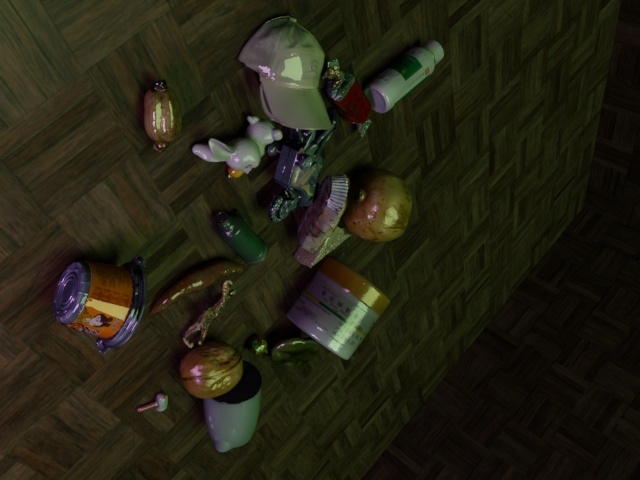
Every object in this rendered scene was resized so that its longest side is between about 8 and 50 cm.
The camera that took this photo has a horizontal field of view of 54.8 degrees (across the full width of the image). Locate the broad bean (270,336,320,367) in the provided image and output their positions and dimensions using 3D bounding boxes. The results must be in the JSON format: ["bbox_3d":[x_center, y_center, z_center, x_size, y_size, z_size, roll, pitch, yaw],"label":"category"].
[{"bbox_3d":[-0.073,0.341,1.912,0.153,0.072,0.207,-33,161,4],"label":"broad bean"}]

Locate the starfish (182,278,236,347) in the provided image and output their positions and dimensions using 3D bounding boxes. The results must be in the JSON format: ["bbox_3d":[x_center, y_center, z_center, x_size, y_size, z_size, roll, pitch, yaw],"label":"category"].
[{"bbox_3d":[-0.278,0.178,1.566,0.210,0.053,0.150,-57,179,26],"label":"starfish"}]

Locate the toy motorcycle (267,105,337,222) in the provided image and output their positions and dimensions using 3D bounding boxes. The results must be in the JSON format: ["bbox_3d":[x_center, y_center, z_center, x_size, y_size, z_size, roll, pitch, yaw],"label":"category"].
[{"bbox_3d":[-0.047,-0.190,1.537,0.173,0.108,0.307,-13,126,-59],"label":"toy motorcycle"}]

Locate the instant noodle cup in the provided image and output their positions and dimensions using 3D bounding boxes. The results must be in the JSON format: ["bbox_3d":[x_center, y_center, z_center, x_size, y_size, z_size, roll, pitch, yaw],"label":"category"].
[{"bbox_3d":[-0.443,0.114,1.217,0.125,0.177,0.208,24,76,-43],"label":"instant noodle cup"}]

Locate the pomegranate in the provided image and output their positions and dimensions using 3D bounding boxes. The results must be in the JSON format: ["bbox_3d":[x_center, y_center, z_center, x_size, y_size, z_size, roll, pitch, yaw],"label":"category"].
[{"bbox_3d":[0.157,-0.102,1.797,0.215,0.215,0.215,-33,140,-33],"label":"pomegranate"}]

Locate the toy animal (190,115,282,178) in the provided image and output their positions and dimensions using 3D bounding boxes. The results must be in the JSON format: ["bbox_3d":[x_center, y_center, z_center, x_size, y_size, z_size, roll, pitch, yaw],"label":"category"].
[{"bbox_3d":[-0.189,-0.203,1.369,0.181,0.131,0.127,-45,114,-31],"label":"toy animal"}]

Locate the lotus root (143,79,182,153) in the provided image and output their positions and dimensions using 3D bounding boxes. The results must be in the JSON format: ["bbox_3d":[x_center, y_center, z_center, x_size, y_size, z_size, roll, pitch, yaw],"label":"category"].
[{"bbox_3d":[-0.304,-0.237,1.189,0.072,0.063,0.152,-7,123,-28],"label":"lotus root"}]

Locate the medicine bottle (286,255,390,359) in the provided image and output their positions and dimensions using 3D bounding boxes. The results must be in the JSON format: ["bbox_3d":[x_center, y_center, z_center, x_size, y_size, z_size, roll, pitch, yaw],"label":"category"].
[{"bbox_3d":[0.054,0.203,1.861,0.232,0.238,0.238,-54,147,-5],"label":"medicine bottle"}]

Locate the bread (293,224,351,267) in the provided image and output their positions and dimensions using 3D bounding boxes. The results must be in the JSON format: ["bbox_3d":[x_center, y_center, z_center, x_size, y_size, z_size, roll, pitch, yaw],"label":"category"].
[{"bbox_3d":[0.006,0.012,1.790,0.152,0.077,0.105,-58,146,3],"label":"bread"}]

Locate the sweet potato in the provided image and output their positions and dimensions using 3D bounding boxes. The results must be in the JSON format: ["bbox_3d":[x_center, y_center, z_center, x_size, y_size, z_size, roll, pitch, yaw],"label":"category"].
[{"bbox_3d":[-0.296,0.098,1.486,0.255,0.058,0.078,-29,159,-30],"label":"sweet potato"}]

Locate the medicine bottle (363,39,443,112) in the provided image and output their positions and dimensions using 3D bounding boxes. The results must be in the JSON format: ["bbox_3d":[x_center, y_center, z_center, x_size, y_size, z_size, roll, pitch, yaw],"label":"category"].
[{"bbox_3d":[0.233,-0.454,1.687,0.260,0.095,0.095,-41,144,-23],"label":"medicine bottle"}]

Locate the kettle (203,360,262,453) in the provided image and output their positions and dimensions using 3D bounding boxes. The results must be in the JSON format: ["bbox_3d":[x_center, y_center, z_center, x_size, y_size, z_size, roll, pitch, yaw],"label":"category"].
[{"bbox_3d":[-0.244,0.462,1.781,0.221,0.161,0.236,-67,166,-53],"label":"kettle"}]

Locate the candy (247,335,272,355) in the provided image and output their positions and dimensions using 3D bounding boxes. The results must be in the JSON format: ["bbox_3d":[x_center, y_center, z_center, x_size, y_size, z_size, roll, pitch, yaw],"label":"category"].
[{"bbox_3d":[-0.163,0.328,1.867,0.060,0.060,0.201,-55,155,-4],"label":"candy"}]

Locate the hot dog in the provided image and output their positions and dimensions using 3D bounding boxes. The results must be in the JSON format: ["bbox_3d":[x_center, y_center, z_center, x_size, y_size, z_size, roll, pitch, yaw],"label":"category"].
[{"bbox_3d":[0.009,-0.075,1.641,0.268,0.075,0.144,124,-24,-51],"label":"hot dog"}]

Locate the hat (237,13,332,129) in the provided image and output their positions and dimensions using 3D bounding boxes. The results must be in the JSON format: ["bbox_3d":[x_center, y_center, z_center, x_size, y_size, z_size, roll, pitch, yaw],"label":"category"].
[{"bbox_3d":[-0.039,-0.352,1.329,0.219,0.226,0.164,-14,148,-50],"label":"hat"}]

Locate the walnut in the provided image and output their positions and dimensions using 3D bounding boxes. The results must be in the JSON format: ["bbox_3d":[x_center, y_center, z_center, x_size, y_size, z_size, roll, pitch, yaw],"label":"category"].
[{"bbox_3d":[-0.284,0.339,1.622,0.180,0.144,0.144,-26,136,-45],"label":"walnut"}]

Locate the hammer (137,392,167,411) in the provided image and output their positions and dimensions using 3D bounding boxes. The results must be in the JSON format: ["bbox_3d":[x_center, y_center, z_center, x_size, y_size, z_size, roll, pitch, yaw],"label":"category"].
[{"bbox_3d":[-0.436,0.428,1.599,0.083,0.031,0.053,-12,123,-40],"label":"hammer"}]

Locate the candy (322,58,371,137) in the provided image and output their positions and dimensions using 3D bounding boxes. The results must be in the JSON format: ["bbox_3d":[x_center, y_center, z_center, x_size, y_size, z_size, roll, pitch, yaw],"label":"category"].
[{"bbox_3d":[0.075,-0.362,1.588,0.086,0.059,0.292,-56,148,-5],"label":"candy"}]

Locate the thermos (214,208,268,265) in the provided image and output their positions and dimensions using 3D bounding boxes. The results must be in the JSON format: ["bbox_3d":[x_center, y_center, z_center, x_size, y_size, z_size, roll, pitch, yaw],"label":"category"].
[{"bbox_3d":[-0.195,-0.014,1.508,0.083,0.073,0.188,-50,146,-9],"label":"thermos"}]
